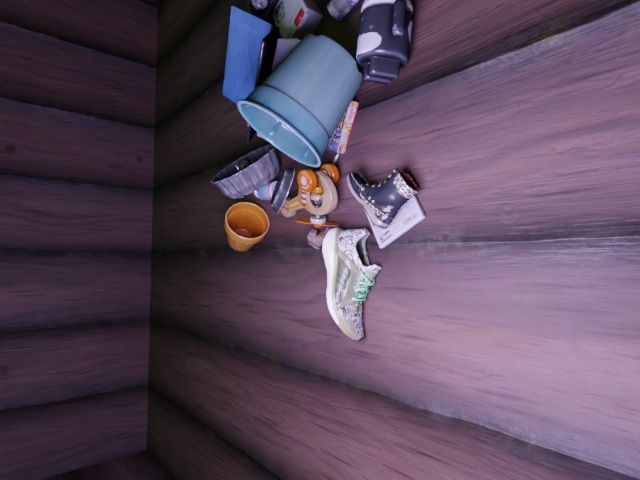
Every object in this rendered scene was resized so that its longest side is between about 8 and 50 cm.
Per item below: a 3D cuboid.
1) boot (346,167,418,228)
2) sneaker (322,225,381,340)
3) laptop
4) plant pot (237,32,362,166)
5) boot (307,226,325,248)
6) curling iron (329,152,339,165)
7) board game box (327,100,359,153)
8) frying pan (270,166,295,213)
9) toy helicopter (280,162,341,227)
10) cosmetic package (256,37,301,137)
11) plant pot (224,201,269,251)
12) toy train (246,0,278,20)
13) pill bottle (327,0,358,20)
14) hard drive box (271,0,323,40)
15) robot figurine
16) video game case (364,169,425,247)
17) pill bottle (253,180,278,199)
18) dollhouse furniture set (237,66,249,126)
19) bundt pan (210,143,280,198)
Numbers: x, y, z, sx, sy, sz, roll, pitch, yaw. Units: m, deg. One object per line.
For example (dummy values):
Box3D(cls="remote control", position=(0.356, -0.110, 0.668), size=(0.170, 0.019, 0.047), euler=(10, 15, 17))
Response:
Box3D(cls="boot", position=(0.198, -0.178, 1.333), size=(0.178, 0.085, 0.236), euler=(-49, 59, 35))
Box3D(cls="sneaker", position=(0.123, 0.137, 1.411), size=(0.182, 0.158, 0.410), euler=(-13, 82, 31))
Box3D(cls="laptop", position=(-0.317, -0.667, 1.632), size=(0.408, 0.236, 0.382), euler=(-80, 6, -53))
Box3D(cls="plant pot", position=(-0.047, -0.487, 1.411), size=(0.341, 0.341, 0.334), euler=(29, 81, 47))
Box3D(cls="boot", position=(0.000, 0.000, 1.625), size=(0.118, 0.042, 0.087), euler=(30, 134, 19))
Box3D(cls="curling iron", position=(0.000, -0.236, 1.642), size=(0.068, 0.035, 0.274), euler=(56, 128, 31))
Box3D(cls="board game box", position=(0.059, -0.444, 1.577), size=(0.147, 0.045, 0.193), euler=(32, 112, 46))
Box3D(cls="frying pan", position=(-0.148, -0.247, 1.681), size=(0.326, 0.053, 0.197), euler=(-87, 23, -47))
Box3D(cls="toy helicopter", position=(-0.050, -0.144, 1.617), size=(0.355, 0.140, 0.235), euler=(-15, 96, 54))
Box3D(cls="cosmetic package", position=(-0.091, -0.572, 1.636), size=(0.156, 0.217, 0.385), euler=(36, 117, 45))
Box3D(cls="plant pot", position=(-0.365, -0.047, 1.960), size=(0.188, 0.205, 0.205), euler=(-56, 48, 52))
Box3D(cls="toy train", position=(-0.276, -1.050, 1.872), size=(0.334, 0.142, 0.190), euler=(-175, 104, -74))
Box3D(cls="pill bottle", position=(0.096, -0.902, 1.534), size=(0.137, 0.078, 0.078), euler=(-30, 66, 45))
Box3D(cls="hard drive box", position=(-0.103, -0.967, 1.767), size=(0.181, 0.089, 0.232), euler=(-47, 54, 38))
Box3D(cls="robot figurine", position=(0.209, -0.656, 1.319), size=(0.209, 0.173, 0.278), euler=(7, 94, 38))
Box3D(cls="video game case", position=(0.238, -0.101, 1.364), size=(0.201, 0.023, 0.183), euler=(-41, 58, 42))
Box3D(cls="pill bottle", position=(-0.239, -0.228, 1.887), size=(0.160, 0.087, 0.087), euler=(7, 93, 49))
Box3D(cls="dollhouse furniture set", position=(-0.178, -0.683, 1.861), size=(0.303, 0.198, 0.286), euler=(1, 113, 20))
Box3D(cls="bundt pan", position=(-0.321, -0.299, 1.854), size=(0.331, 0.331, 0.124), euler=(3, 129, 50))
